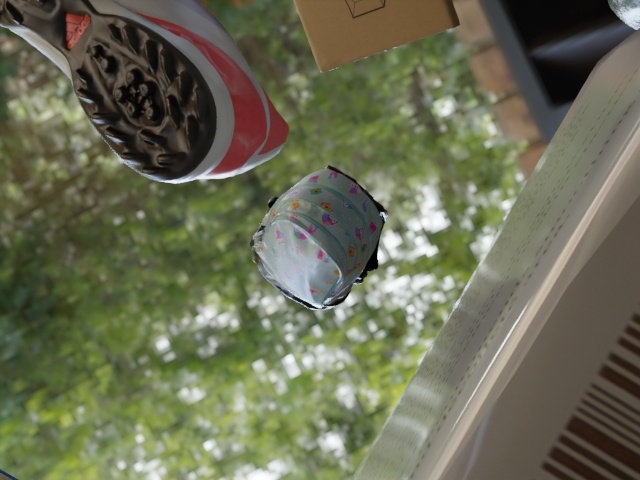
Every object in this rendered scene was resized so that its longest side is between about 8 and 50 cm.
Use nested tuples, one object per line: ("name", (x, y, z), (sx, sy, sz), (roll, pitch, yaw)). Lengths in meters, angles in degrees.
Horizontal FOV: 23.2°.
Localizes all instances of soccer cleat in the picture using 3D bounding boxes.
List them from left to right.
("soccer cleat", (-0.145, -0.162, 1.068), (0.108, 0.318, 0.116), (-50, 157, 23))

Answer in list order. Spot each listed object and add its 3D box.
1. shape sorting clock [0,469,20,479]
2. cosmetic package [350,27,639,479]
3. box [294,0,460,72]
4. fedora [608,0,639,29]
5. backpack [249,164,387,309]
("shape sorting clock", (-0.250, 0.262, 1.359), (0.206, 0.206, 0.040), (-14, -144, 52))
("cosmetic package", (0.206, 0.112, 0.674), (0.329, 0.327, 0.394), (-60, 178, 2))
("box", (0.034, -0.283, 1.543), (0.164, 0.201, 0.021), (-15, -170, 33))
("fedora", (0.420, -0.253, 1.339), (0.334, 0.152, 0.334), (5, 177, 0))
("backpack", (0.000, 0.000, 1.776), (0.115, 0.152, 0.182), (-57, -179, -31))
